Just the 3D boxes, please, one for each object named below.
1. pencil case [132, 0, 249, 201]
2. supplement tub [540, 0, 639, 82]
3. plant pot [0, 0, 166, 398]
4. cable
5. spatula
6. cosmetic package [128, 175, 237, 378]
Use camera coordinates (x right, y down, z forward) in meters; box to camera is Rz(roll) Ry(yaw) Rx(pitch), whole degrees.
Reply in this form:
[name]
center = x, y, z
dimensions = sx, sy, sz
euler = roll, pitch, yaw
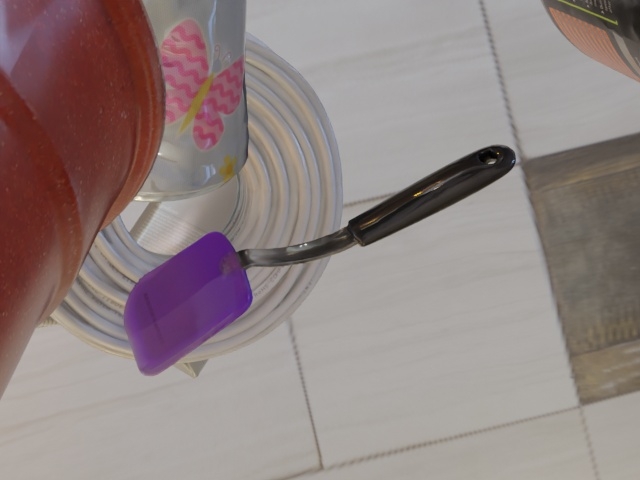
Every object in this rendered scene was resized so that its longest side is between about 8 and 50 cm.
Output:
[pencil case]
center = -0.102, -0.157, 0.681
dimensions = 0.124, 0.113, 0.273
euler = -15, 118, -28
[supplement tub]
center = 0.251, -0.179, 0.756
dimensions = 0.193, 0.316, 0.194
euler = -5, 113, -13
[plant pot]
center = -0.210, 0.025, 0.376
dimensions = 0.272, 0.272, 0.265
euler = 13, 52, -2
[cable]
center = -0.109, -0.038, 0.905
dimensions = 0.257, 0.089, 0.257
euler = 8, 97, -17
[spatula]
center = 0.000, 0.000, 0.848
dimensions = 0.296, 0.030, 0.084
euler = -24, 49, -5
[cosmetic package]
center = -0.106, -0.004, 1.182
dimensions = 0.107, 0.127, 0.238
euler = 29, 74, 18
